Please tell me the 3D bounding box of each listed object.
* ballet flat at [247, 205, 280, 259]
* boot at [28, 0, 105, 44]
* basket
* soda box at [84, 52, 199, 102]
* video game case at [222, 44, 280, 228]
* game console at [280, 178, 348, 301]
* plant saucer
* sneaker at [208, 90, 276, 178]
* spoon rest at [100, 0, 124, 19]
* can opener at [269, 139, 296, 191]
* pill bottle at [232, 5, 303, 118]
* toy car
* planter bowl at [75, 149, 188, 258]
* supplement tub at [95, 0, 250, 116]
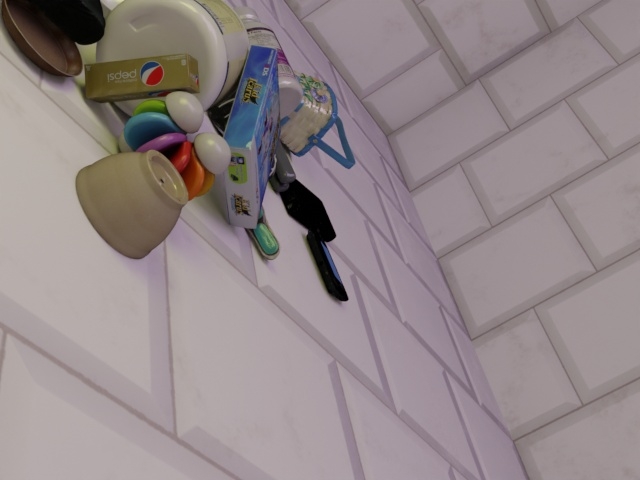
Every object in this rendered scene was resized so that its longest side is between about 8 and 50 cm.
[{"bbox_3d":[-0.135,-0.032,1.764,0.052,0.057,0.168,106,-39,-71],"label":"ballet flat"},{"bbox_3d":[-0.438,-0.469,1.379,0.246,0.094,0.207,51,22,-52],"label":"boot"},{"bbox_3d":[-0.022,-0.349,2.447,0.289,0.201,0.254,34,26,-38],"label":"basket"},{"bbox_3d":[-0.298,-0.270,1.399,0.061,0.181,0.058,3,82,-81],"label":"soda box"},{"bbox_3d":[-0.131,-0.202,1.652,0.244,0.061,0.269,93,7,-56],"label":"video game case"},{"bbox_3d":[0.000,0.000,2.136,0.213,0.044,0.361,36,27,-56],"label":"game console"},{"bbox_3d":[-0.449,-0.327,1.337,0.168,0.029,0.168,54,16,-22],"label":"plant saucer"},{"bbox_3d":[-0.185,-0.257,1.971,0.108,0.100,0.271,57,7,-80],"label":"sneaker"},{"bbox_3d":[-0.392,-0.477,1.721,0.137,0.084,0.276,64,15,22],"label":"spoon rest"},{"bbox_3d":[-0.160,-0.251,2.108,0.095,0.076,0.283,-7,63,-39],"label":"can opener"},{"bbox_3d":[-0.177,-0.483,2.276,0.169,0.169,0.301,29,33,-63],"label":"pill bottle"},{"bbox_3d":[-0.252,-0.144,1.370,0.182,0.159,0.136,57,23,-8],"label":"toy car"},{"bbox_3d":[-0.268,-0.069,1.253,0.162,0.109,0.162,52,16,-21],"label":"planter bowl"},{"bbox_3d":[-0.263,-0.355,1.592,0.235,0.235,0.325,56,15,-10],"label":"supplement tub"}]
